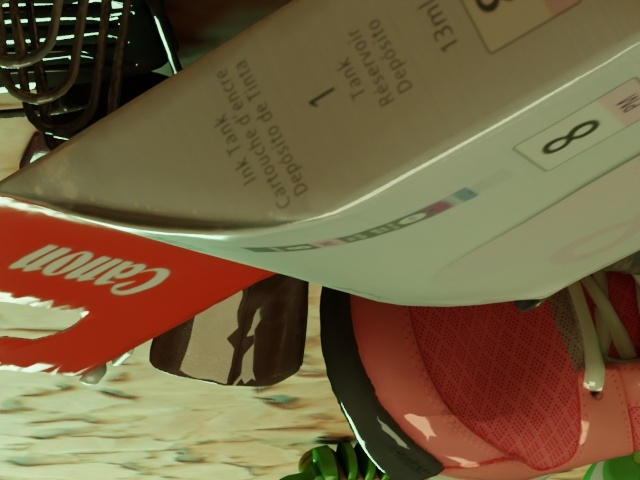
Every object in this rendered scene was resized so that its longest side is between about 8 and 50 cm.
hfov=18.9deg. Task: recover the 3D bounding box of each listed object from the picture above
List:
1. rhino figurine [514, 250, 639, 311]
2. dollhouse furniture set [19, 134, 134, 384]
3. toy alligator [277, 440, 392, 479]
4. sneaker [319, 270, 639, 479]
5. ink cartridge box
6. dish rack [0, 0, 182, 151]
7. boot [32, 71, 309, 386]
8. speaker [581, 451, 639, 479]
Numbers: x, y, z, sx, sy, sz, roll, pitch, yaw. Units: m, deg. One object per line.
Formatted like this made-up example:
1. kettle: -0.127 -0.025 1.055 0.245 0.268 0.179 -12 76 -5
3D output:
1. rhino figurine: 0.148 -0.012 0.614 0.243 0.073 0.106 1 161 1
2. dollhouse furniture set: -0.069 0.020 0.698 0.091 0.081 0.114 4 164 -17
3. toy alligator: 0.051 0.159 1.282 0.189 0.056 0.051 6 123 -25
4. sneaker: 0.136 0.023 0.720 0.314 0.116 0.136 3 156 -42
5. ink cartridge box: 0.000 0.000 0.499 0.232 0.066 0.189 -33 163 14
6. dish rack: -0.137 -0.058 0.425 0.208 0.074 0.271 -1 165 4
7. boot: -0.046 0.003 0.612 0.106 0.037 0.114 2 128 -18
8. speaker: 0.269 0.145 1.097 0.131 0.131 0.296 6 163 -25
